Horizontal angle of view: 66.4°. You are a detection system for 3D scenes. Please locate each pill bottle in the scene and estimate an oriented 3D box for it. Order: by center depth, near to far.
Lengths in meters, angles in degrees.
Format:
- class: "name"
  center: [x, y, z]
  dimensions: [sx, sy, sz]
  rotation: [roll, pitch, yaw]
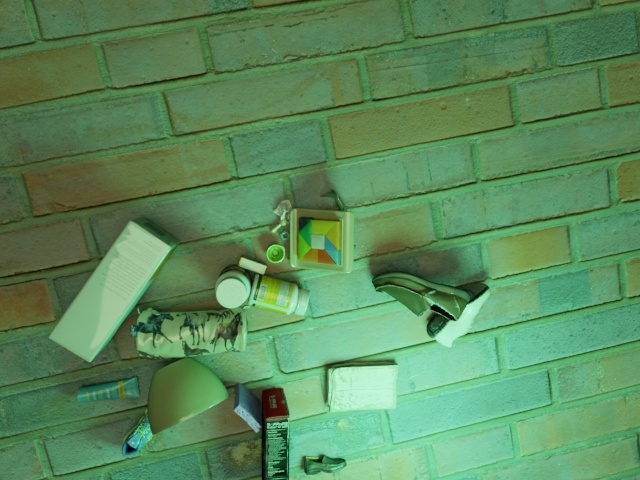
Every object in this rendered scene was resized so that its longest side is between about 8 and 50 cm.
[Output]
- class: "pill bottle"
  center: [-0.304, 0.159, 1.706]
  dimensions: [0.121, 0.221, 0.121]
  rotation: [-1, 97, -6]
- class: "pill bottle"
  center: [-0.151, 0.202, 1.780]
  dimensions: [0.208, 0.119, 0.119]
  rotation: [16, 95, -8]

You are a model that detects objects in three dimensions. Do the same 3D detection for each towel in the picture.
- class: "towel"
  center: [0.162, 0.568, 1.897]
  dimensions: [0.281, 0.049, 0.187]
  rotation: [0, 98, -7]

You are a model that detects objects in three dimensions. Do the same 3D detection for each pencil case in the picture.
- class: "pencil case"
  center: [-0.451, 0.320, 1.741]
  dimensions: [0.409, 0.160, 0.184]
  rotation: [-3, 101, -6]

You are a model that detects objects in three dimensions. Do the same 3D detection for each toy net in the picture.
- class: "toy net"
  center: [-0.125, -0.031, 1.791]
  dimensions: [0.121, 0.045, 0.233]
  rotation: [9, 96, -7]

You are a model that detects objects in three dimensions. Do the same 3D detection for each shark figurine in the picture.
- class: "shark figurine"
  center: [0.072, -0.049, 1.779]
  dimensions: [0.166, 0.116, 0.279]
  rotation: [8, 98, -8]

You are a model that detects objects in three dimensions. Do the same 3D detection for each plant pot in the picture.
- class: "plant pot"
  center: [-0.488, 0.526, 1.725]
  dimensions: [0.284, 0.284, 0.191]
  rotation: [-25, 80, -3]

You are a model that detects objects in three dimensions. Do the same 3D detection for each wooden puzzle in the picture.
- class: "wooden puzzle"
  center: [0.000, 0.000, 1.738]
  dimensions: [0.238, 0.044, 0.221]
  rotation: [4, 100, 20]

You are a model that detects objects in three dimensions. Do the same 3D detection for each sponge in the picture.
- class: "sponge"
  center: [-0.263, 0.600, 1.771]
  dimensions: [0.031, 0.210, 0.117]
  rotation: [-43, 100, -2]

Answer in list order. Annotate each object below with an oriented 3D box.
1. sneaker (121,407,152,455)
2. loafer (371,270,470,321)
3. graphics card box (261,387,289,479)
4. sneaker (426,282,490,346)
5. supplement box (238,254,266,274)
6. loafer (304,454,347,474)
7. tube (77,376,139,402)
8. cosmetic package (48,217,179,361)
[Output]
- class: "sneaker"
  center: [-0.635, 0.693, 1.784]
  dimensions: [0.091, 0.126, 0.240]
  rotation: [39, 92, -9]
- class: "loafer"
  center: [0.362, 0.209, 1.792]
  dimensions: [0.365, 0.134, 0.130]
  rotation: [13, 71, 6]
- class: "graphics card box"
  center: [-0.167, 0.766, 1.791]
  dimensions: [0.094, 0.233, 0.371]
  rotation: [-1, 98, -10]
- class: "sneaker"
  center: [0.544, 0.285, 1.889]
  dimensions: [0.297, 0.111, 0.129]
  rotation: [-44, 117, 3]
- class: "supplement box"
  center: [-0.248, 0.089, 1.784]
  dimensions: [0.098, 0.062, 0.036]
  rotation: [20, 94, -7]
- class: "loafer"
  center: [0.018, 0.871, 1.912]
  dimensions: [0.169, 0.062, 0.061]
  rotation: [-6, 93, -7]
- class: "tube"
  center: [-0.776, 0.553, 1.796]
  dimensions: [0.206, 0.052, 0.080]
  rotation: [-5, 109, -11]
- class: "cosmetic package"
  center: [-0.682, 0.153, 1.652]
  dimensions: [0.161, 0.230, 0.453]
  rotation: [36, 90, -10]
